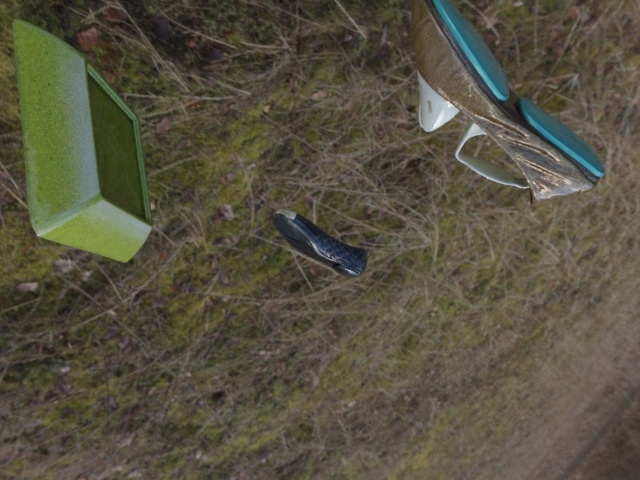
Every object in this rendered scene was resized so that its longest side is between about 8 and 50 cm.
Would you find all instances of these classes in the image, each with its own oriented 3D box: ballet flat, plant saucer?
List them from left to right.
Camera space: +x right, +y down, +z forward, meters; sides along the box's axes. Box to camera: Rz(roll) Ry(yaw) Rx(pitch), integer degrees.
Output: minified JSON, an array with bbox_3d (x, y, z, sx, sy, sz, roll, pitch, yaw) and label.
[{"bbox_3d":[-0.214,-0.083,0.479,0.045,0.188,0.188,-11,171,-1],"label":"plant saucer"},{"bbox_3d":[0.000,0.000,0.721,0.173,0.058,0.049,34,59,-30],"label":"ballet flat"},{"bbox_3d":[0.207,-0.159,0.628,0.342,0.116,0.124,37,130,-17],"label":"ballet flat"}]
